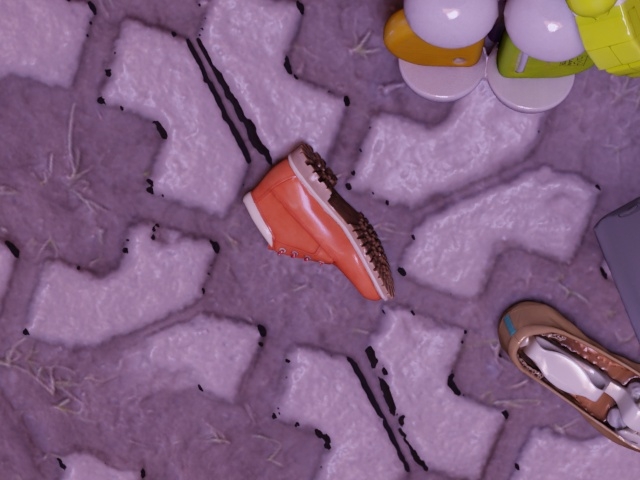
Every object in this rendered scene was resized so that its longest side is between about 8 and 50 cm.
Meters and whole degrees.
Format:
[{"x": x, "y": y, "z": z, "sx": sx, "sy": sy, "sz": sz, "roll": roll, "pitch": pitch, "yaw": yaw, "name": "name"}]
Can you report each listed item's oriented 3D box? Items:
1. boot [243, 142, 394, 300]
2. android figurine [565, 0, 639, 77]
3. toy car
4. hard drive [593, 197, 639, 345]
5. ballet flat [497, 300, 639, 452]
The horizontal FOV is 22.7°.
[{"x": 0.000, "y": 0.000, "z": 1.419, "sx": 0.085, "sy": 0.059, "sz": 0.158, "roll": -36, "pitch": 93, "yaw": 15, "name": "boot"}, {"x": 0.239, "y": -0.243, "z": 1.248, "sx": 0.056, "sy": 0.248, "sz": 0.272, "roll": -12, "pitch": 105, "yaw": 38, "name": "android figurine"}, {"x": 0.146, "y": -0.193, "z": 1.321, "sx": 0.182, "sy": 0.159, "sz": 0.136, "roll": 7, "pitch": 70, "yaw": 1, "name": "toy car"}, {"x": 0.342, "y": -0.003, "z": 1.242, "sx": 0.233, "sy": 0.353, "sz": 0.047, "roll": -29, "pitch": 102, "yaw": 11, "name": "hard drive"}, {"x": 0.257, "y": 0.140, "z": 1.435, "sx": 0.232, "sy": 0.073, "sz": 0.080, "roll": 31, "pitch": 106, "yaw": -6, "name": "ballet flat"}]
